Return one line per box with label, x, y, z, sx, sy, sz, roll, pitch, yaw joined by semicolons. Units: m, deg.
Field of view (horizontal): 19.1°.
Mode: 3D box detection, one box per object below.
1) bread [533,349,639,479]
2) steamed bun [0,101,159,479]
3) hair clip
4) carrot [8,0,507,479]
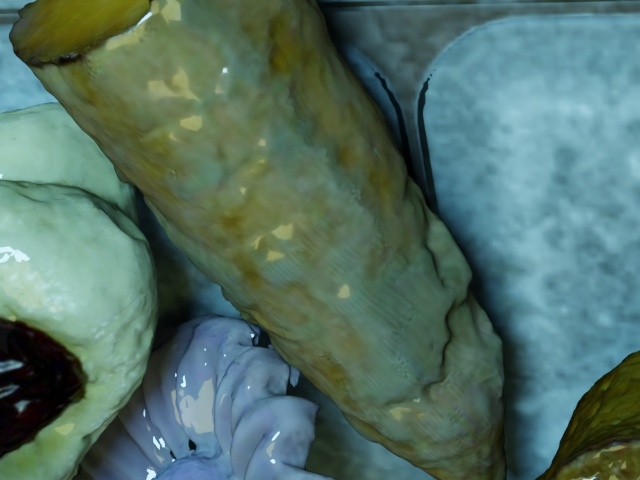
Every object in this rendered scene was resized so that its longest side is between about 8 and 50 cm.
bread;0.174;0.145;0.681;0.246;0.135;0.232;33;128;-4
steamed bun;-0.130;0.022;0.703;0.155;0.172;0.141;-35;120;17
hair clip;-0.072;0.155;0.784;0.069;0.173;0.300;-1;145;-24
carrot;0.000;0.000;0.669;0.102;0.102;0.263;-20;118;31
